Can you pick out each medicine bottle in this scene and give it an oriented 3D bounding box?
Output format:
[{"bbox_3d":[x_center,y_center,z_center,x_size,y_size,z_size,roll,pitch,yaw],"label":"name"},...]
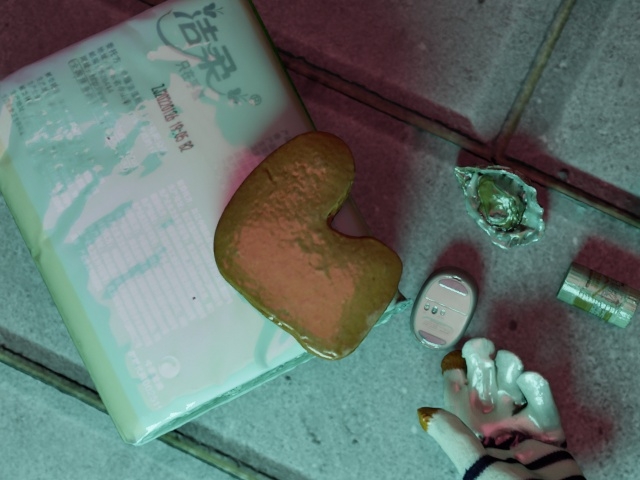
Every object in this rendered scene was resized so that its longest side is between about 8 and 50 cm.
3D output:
[{"bbox_3d":[0.307,0.060,1.584,0.083,0.047,0.047,25,84,6],"label":"medicine bottle"}]

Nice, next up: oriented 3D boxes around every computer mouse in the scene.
[{"bbox_3d":[0.137,0.075,1.593,0.066,0.039,0.096,24,91,5],"label":"computer mouse"}]

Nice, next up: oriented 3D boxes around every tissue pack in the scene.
[{"bbox_3d":[-0.144,-0.028,1.532,0.331,0.205,0.405,-26,81,-6],"label":"tissue pack"}]

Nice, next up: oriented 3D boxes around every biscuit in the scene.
[{"bbox_3d":[0.000,0.000,1.412,0.192,0.036,0.186,40,78,2],"label":"biscuit"}]

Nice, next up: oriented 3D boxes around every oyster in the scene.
[{"bbox_3d":[0.204,-0.041,1.615,0.098,0.037,0.100,-5,103,20],"label":"oyster"}]

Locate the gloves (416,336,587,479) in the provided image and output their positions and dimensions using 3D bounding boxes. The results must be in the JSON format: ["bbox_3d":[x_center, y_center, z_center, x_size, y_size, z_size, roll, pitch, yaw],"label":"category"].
[{"bbox_3d":[0.197,0.214,1.542,0.140,0.131,0.219,-30,52,-1],"label":"gloves"}]
